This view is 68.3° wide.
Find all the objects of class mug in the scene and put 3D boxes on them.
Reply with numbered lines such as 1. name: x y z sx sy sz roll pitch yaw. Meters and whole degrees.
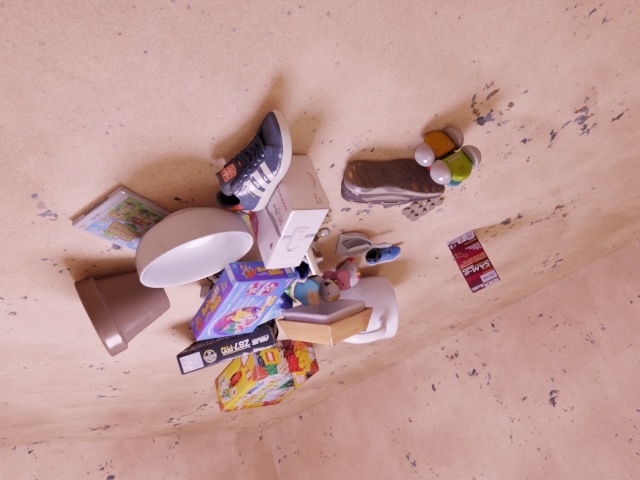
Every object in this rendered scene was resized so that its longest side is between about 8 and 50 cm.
1. mug: 0.146 0.320 2.010 0.328 0.374 0.276 -5 111 -12

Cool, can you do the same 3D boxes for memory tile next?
1. memory tile: 0.381 -0.126 1.762 0.148 0.012 0.113 -34 146 24

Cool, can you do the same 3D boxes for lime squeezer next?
1. lime squeezer: -0.129 0.200 1.968 0.110 0.059 0.310 -38 159 -32

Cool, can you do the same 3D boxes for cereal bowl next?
1. cereal bowl: -0.377 0.002 1.372 0.339 0.141 0.339 -24 164 -7

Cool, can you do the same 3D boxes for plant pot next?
1. plant pot: -0.625 0.203 1.526 0.229 0.263 0.263 -28 154 -25

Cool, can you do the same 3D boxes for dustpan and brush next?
1. dustpan and brush: 0.171 0.017 1.821 0.211 0.060 0.147 -12 148 -13

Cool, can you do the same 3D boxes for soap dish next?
1. soap dish: 0.018 0.297 1.747 0.229 0.118 0.291 -14 -175 -42

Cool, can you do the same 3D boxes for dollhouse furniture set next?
1. dollhouse furniture set: 0.000 0.000 1.563 0.123 0.151 0.144 -20 123 -1

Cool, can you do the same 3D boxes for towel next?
1. towel: -0.259 -0.069 1.490 0.060 0.009 0.083 -32 147 22

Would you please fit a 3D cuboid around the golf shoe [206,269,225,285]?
1. golf shoe: -0.373 0.106 1.624 0.198 0.094 0.077 11 139 -38

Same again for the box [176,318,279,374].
1. box: -0.383 0.440 2.023 0.395 0.097 0.318 -18 -179 -3

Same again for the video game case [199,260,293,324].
1. video game case: -0.278 0.222 1.798 0.244 0.061 0.269 -26 130 19

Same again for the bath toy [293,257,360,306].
1. bath toy: 0.052 0.157 1.845 0.348 0.151 0.129 -19 136 -52

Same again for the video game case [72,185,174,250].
1. video game case: -0.545 -0.054 1.337 0.193 0.023 0.212 -30 148 17

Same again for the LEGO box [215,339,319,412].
1. LEGO box: -0.299 0.733 2.563 0.372 0.193 0.500 4 142 -35

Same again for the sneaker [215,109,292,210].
1. sneaker: -0.186 -0.190 1.221 0.148 0.131 0.350 -7 147 -29

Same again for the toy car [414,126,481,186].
1. toy car: 0.377 -0.238 1.425 0.159 0.182 0.136 -29 156 -13

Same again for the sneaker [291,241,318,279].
1. sneaker: -0.110 0.103 1.733 0.112 0.131 0.296 1 145 -34

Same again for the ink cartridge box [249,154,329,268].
1. ink cartridge box: -0.100 -0.081 1.369 0.117 0.207 0.283 -5 146 -27

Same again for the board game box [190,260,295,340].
1. board game box: -0.271 0.207 1.623 0.233 0.078 0.347 0 140 -43

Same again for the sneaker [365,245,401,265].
1. sneaker: 0.256 0.055 1.933 0.152 0.058 0.084 -18 158 9

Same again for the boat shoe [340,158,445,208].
1. boat shoe: 0.224 -0.176 1.507 0.355 0.132 0.130 3 153 -19

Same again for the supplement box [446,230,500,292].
1. supplement box: 0.661 0.091 2.043 0.130 0.239 0.073 -29 148 15
